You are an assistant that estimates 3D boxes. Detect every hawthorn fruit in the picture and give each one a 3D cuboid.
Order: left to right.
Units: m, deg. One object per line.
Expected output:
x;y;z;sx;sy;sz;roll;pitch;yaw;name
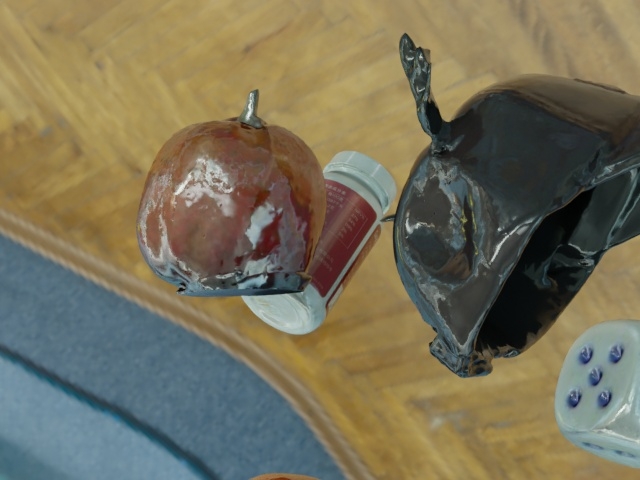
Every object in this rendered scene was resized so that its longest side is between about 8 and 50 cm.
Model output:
-0.101;-0.050;1.432;0.215;0.215;0.250;19;107;26;hawthorn fruit

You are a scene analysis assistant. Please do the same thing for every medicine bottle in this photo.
0.000;0.000;1.702;0.131;0.250;0.131;24;148;16;medicine bottle

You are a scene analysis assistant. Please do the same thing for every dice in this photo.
0.485;0.237;1.902;0.193;0.194;0.192;28;160;-24;dice

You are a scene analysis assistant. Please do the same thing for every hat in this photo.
0.169;-0.071;0.959;0.209;0.336;0.238;49;179;23;hat

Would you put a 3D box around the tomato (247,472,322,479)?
-0.050;0.385;1.375;0.256;0.256;0.224;52;142;-12;tomato
